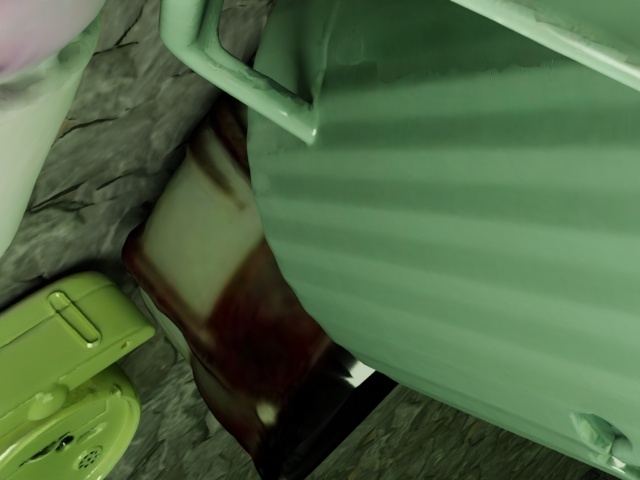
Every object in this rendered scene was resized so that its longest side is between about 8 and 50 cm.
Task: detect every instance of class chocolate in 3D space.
[{"bbox_3d":[0.000,0.000,0.896,0.283,0.186,0.283,-47,173,-8],"label":"chocolate"}]

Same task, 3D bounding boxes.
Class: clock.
[{"bbox_3d":[-0.186,0.129,0.931,0.170,0.069,0.232,-35,156,-28],"label":"clock"}]

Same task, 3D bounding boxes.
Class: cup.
[{"bbox_3d":[0.141,-0.074,0.538,0.310,0.401,0.392,-47,-158,-18],"label":"cup"}]

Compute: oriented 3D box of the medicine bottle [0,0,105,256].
[{"bbox_3d":[-0.121,-0.156,0.353,0.212,0.212,0.325,-19,147,-50],"label":"medicine bottle"}]
